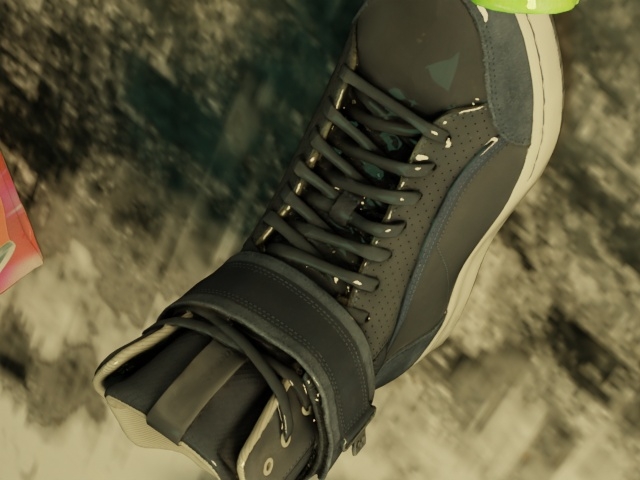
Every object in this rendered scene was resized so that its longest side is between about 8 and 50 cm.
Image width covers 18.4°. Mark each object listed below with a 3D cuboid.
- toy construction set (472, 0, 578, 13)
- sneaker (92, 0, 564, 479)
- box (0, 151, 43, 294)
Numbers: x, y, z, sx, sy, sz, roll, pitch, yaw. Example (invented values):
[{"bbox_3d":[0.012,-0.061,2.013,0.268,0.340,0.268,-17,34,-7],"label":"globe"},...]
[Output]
[{"bbox_3d":[0.115,-0.102,0.452,0.328,0.215,0.151,16,108,-7],"label":"toy construction set"},{"bbox_3d":[0.001,0.001,0.711,0.086,0.163,0.226,34,137,22],"label":"sneaker"},{"bbox_3d":[-0.307,-0.021,0.996,0.300,0.154,0.142,4,122,41],"label":"box"}]
